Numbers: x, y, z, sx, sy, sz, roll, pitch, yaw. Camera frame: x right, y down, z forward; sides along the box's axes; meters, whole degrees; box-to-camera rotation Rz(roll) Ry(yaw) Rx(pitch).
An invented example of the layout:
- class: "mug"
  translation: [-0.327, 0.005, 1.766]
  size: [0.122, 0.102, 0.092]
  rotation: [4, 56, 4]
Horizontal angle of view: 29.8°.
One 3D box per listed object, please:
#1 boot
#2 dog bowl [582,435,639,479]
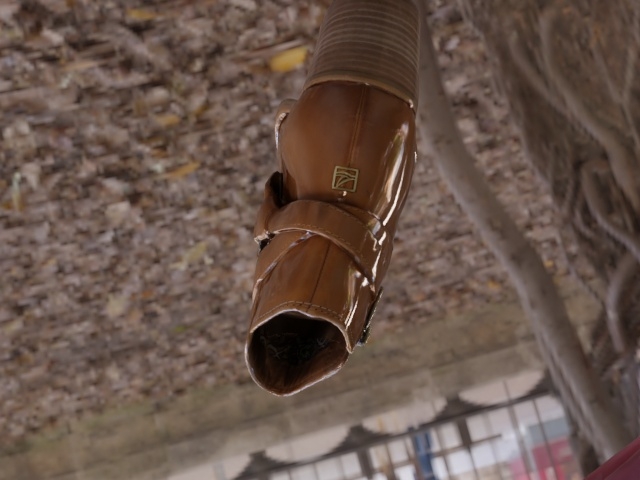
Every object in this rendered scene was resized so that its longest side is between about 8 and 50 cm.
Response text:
- class: "boot"
  translation: [0.000, 0.000, 0.540]
  size: [0.073, 0.152, 0.197]
  rotation: [10, 155, 4]
- class: "dog bowl"
  translation: [0.251, 0.293, 1.046]
  size: [0.408, 0.150, 0.408]
  rotation: [-35, 166, -11]
